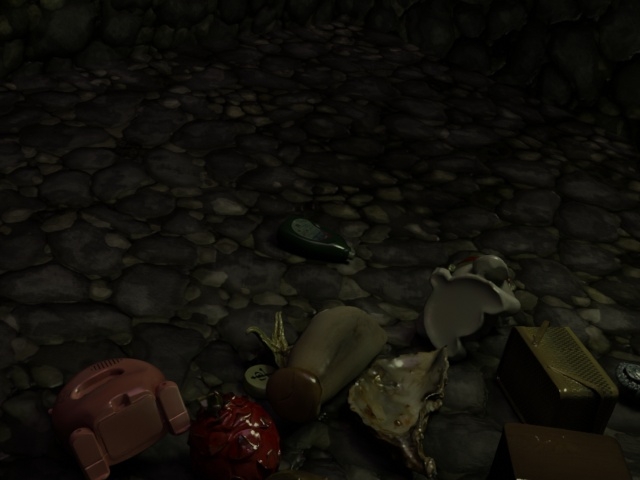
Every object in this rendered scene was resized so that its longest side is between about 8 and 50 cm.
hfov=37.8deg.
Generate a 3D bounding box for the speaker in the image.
[{"bbox_3d":[0.445,0.460,1.742,0.230,0.153,0.193,7,30,-4],"label":"speaker"}]

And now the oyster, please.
[{"bbox_3d":[0.160,0.342,1.935,0.204,0.111,0.396,-2,28,15],"label":"oyster"}]

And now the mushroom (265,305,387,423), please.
[{"bbox_3d":[0.014,0.242,1.954,0.154,0.137,0.407,60,27,-1],"label":"mushroom"}]

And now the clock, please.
[{"bbox_3d":[-0.393,0.301,1.742,0.227,0.142,0.241,-27,29,-23],"label":"clock"}]

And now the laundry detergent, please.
[{"bbox_3d":[0.000,0.000,2.474,0.210,0.063,0.137,21,26,18],"label":"laundry detergent"}]

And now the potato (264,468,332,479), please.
[{"bbox_3d":[-0.021,0.503,1.456,0.300,0.237,0.288,-22,43,-41],"label":"potato"}]

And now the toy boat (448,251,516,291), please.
[{"bbox_3d":[0.432,0.078,2.461,0.184,0.071,0.089,18,-11,14],"label":"toy boat"}]

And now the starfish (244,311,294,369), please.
[{"bbox_3d":[-0.071,0.242,2.020,0.216,0.050,0.224,16,41,-28],"label":"starfish"}]

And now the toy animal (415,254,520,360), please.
[{"bbox_3d":[0.362,0.132,2.210,0.206,0.272,0.265,47,28,11],"label":"toy animal"}]

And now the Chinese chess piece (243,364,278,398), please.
[{"bbox_3d":[-0.122,0.297,1.971,0.084,0.034,0.084,6,31,-4],"label":"Chinese chess piece"}]

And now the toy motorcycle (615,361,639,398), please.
[{"bbox_3d":[0.819,0.341,2.105,0.307,0.108,0.173,3,40,-13],"label":"toy motorcycle"}]

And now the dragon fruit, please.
[{"bbox_3d":[-0.159,0.373,1.698,0.172,0.172,0.210,-17,80,-37],"label":"dragon fruit"}]

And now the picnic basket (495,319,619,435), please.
[{"bbox_3d":[0.500,0.306,2.004,0.139,0.165,0.267,1,32,-18],"label":"picnic basket"}]
